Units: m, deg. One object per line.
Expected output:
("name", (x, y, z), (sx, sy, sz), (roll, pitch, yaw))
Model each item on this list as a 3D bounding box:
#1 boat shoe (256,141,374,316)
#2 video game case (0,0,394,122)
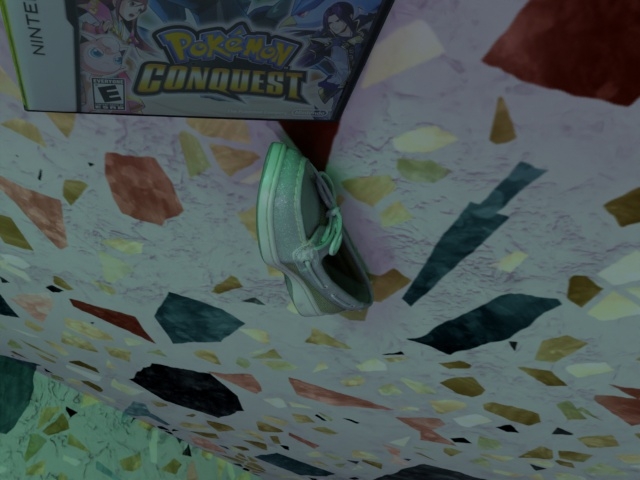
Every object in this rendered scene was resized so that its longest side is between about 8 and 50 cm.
("boat shoe", (0.000, 0.003, 0.630), (0.103, 0.118, 0.320), (0, 146, 12))
("video game case", (-0.075, -0.183, 0.369), (0.275, 0.035, 0.248), (-3, 150, -21))
